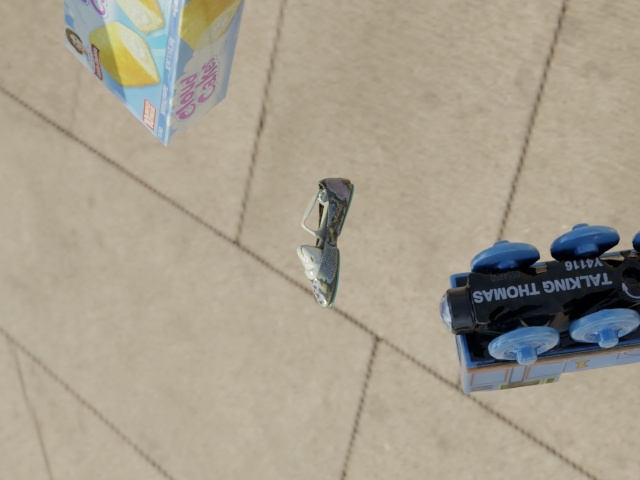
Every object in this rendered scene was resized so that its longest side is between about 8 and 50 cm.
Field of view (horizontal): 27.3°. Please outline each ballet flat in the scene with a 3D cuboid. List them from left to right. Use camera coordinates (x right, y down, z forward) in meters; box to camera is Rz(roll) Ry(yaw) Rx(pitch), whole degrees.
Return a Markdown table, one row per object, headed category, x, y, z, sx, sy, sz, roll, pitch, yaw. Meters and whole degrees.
| category | x | y | z | sx | sy | sz | roll | pitch | yaw |
| --- | --- | --- | --- | --- | --- | --- | --- | --- | --- |
| ballet flat | 0.000 | 0.000 | 1.136 | 0.041 | 0.041 | 0.114 | 3 | 81 | 46 |

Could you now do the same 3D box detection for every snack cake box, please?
| category | x | y | z | sx | sy | sz | roll | pitch | yaw |
| --- | --- | --- | --- | --- | --- | --- | --- | --- | --- |
| snack cake box | -0.152 | -0.221 | 1.184 | 0.152 | 0.089 | 0.264 | 43 | 155 | 11 |

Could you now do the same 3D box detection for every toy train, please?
| category | x | y | z | sx | sy | sz | roll | pitch | yaw |
| --- | --- | --- | --- | --- | --- | --- | --- | --- | --- |
| toy train | 0.163 | 0.040 | 0.802 | 0.105 | 0.184 | 0.080 | 82 | 179 | -66 |
